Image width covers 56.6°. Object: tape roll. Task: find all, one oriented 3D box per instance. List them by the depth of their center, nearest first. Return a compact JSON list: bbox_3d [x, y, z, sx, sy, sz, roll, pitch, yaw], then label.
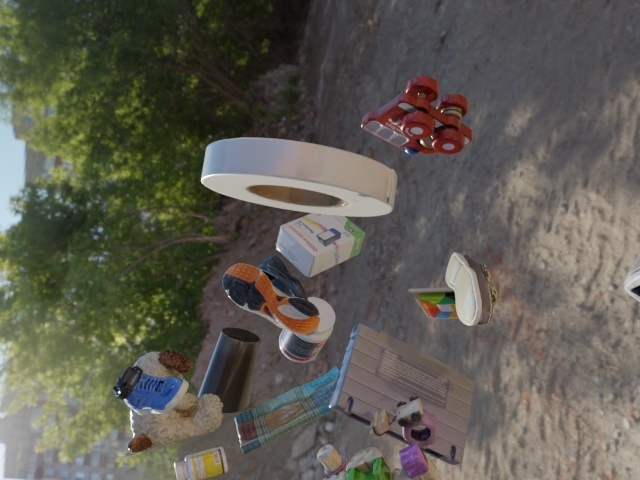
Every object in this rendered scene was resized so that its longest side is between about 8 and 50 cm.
[{"bbox_3d":[-0.040,-0.118,1.194,0.392,0.392,0.072,153,125,-79],"label":"tape roll"}]

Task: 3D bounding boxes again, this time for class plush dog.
[{"bbox_3d":[-0.397,0.383,1.442,0.262,0.211,0.225,-27,70,31],"label":"plush dog"}]

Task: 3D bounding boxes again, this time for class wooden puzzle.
[{"bbox_3d":[0.464,0.237,2.184,0.238,0.221,0.044,46,-132,-44],"label":"wooden puzzle"}]

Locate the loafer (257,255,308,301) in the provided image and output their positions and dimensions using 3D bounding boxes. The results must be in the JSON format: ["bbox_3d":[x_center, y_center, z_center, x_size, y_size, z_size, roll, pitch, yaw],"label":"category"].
[{"bbox_3d":[-0.109,0.130,1.722,0.223,0.078,0.076,45,156,41],"label":"loafer"}]

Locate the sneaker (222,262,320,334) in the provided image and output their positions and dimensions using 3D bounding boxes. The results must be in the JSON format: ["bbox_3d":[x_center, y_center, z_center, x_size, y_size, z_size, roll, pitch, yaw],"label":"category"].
[{"bbox_3d":[-0.117,0.153,1.405,0.099,0.262,0.121,-54,-16,-16],"label":"sneaker"}]

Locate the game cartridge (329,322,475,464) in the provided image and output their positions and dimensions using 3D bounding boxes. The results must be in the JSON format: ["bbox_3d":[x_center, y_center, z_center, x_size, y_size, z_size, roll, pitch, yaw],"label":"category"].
[{"bbox_3d":[0.208,0.372,1.455,0.068,0.355,0.230,-47,19,50],"label":"game cartridge"}]

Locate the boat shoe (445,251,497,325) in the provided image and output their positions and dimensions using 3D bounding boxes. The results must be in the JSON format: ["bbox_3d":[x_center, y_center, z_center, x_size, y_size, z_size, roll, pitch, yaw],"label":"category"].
[{"bbox_3d":[0.396,0.125,1.513,0.324,0.097,0.116,-85,11,-71],"label":"boat shoe"}]

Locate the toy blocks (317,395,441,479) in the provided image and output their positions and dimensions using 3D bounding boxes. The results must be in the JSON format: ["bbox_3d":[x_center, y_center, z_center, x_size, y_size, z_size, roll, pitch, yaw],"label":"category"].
[{"bbox_3d":[0.155,0.555,1.226,0.260,0.289,0.309,56,-163,-16],"label":"toy blocks"}]

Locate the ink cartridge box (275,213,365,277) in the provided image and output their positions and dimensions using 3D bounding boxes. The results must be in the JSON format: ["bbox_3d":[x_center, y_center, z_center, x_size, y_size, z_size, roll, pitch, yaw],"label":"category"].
[{"bbox_3d":[0.000,0.000,1.738,0.154,0.212,0.093,42,137,29],"label":"ink cartridge box"}]

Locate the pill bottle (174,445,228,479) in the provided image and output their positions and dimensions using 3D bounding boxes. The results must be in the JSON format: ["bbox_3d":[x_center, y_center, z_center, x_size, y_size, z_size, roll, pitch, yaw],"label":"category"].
[{"bbox_3d":[-0.282,0.530,1.399,0.065,0.116,0.065,170,90,-72],"label":"pill bottle"}]

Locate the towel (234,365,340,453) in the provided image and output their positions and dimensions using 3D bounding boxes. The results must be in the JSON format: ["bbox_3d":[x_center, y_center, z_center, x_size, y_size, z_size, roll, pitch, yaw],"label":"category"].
[{"bbox_3d":[-0.073,0.489,1.756,0.271,0.370,0.040,-176,64,-78],"label":"towel"}]

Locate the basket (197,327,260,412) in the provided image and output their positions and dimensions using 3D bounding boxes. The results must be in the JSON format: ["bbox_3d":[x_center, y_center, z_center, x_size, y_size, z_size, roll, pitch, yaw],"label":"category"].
[{"bbox_3d":[-0.280,0.405,1.889,0.204,0.154,0.226,2,-75,-66],"label":"basket"}]

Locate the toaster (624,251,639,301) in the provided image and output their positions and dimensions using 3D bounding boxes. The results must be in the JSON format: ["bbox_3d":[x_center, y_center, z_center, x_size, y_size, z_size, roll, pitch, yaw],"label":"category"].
[{"bbox_3d":[0.752,0.058,1.273,0.146,0.129,0.227,-49,-10,-16],"label":"toaster"}]

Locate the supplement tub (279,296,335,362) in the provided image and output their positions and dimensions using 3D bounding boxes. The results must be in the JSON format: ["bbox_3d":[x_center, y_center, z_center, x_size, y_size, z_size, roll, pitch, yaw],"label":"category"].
[{"bbox_3d":[-0.058,0.388,2.568,0.272,0.191,0.191,117,161,-46],"label":"supplement tub"}]

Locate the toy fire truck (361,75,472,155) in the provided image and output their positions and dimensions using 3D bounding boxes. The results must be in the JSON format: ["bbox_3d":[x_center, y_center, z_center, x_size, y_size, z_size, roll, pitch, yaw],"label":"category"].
[{"bbox_3d":[0.314,-0.361,1.883,0.254,0.302,0.169,-23,52,55],"label":"toy fire truck"}]

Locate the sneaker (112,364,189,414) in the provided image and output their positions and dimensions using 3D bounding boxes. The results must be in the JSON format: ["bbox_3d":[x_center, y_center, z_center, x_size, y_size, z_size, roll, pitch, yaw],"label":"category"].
[{"bbox_3d":[-0.293,0.247,0.999,0.152,0.084,0.058,-23,30,42],"label":"sneaker"}]
